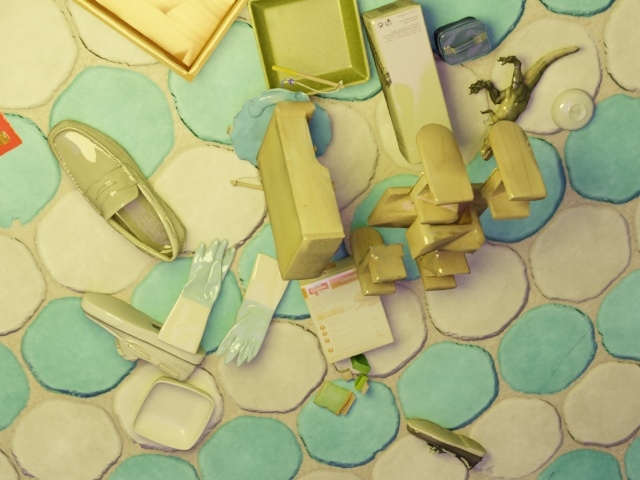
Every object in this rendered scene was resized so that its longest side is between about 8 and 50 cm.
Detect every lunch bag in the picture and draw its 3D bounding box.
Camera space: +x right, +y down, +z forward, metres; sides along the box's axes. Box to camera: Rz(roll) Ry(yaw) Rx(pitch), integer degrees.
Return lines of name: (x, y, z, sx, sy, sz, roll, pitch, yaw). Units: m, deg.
lunch bag: (0.253, -0.360, 1.537, 0.098, 0.065, 0.067, -23, 112, 1)

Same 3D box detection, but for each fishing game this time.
fishing game: (-0.075, -0.198, 1.548, 0.189, 0.041, 0.264, 9, 128, -16)

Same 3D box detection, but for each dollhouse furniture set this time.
dollhouse furniture set: (0.113, -0.089, 1.484, 0.394, 0.257, 0.362, -4, 154, -19)
dollhouse furniture set: (0.052, 0.309, 1.774, 0.076, 0.058, 0.152, 26, 106, -16)

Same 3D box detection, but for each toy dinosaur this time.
toy dinosaur: (0.356, -0.283, 1.588, 0.118, 0.064, 0.268, 32, 102, -25)

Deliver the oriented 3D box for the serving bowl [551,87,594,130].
serving bowl: (0.489, -0.249, 1.633, 0.083, 0.027, 0.083, -2, 111, -6)

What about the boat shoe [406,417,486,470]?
boat shoe: (0.267, 0.448, 1.850, 0.206, 0.075, 0.065, 25, 103, -21)

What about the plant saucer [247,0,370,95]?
plant saucer: (-0.020, -0.357, 1.511, 0.188, 0.045, 0.188, -13, 112, -2)

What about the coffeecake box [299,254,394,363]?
coffeecake box: (0.051, 0.135, 1.700, 0.142, 0.068, 0.186, -19, 113, 0)

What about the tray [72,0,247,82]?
tray: (-0.330, -0.469, 1.411, 0.411, 0.076, 0.203, 34, 103, -17)

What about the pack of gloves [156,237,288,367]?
pack of gloves: (-0.186, 0.120, 1.665, 0.195, 0.046, 0.232, 25, 84, -15)

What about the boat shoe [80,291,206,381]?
boat shoe: (-0.357, 0.193, 1.658, 0.267, 0.096, 0.088, 30, 100, -26)

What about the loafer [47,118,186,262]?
loafer: (-0.362, -0.087, 1.533, 0.112, 0.111, 0.319, -42, 111, 9)

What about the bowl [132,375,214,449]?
bowl: (-0.301, 0.347, 1.743, 0.142, 0.053, 0.142, 25, 106, -15)

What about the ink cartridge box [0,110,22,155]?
ink cartridge box: (-0.678, -0.184, 1.484, 0.232, 0.066, 0.189, -27, 112, 8)

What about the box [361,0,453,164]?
box: (0.160, -0.285, 1.530, 0.094, 0.113, 0.275, -18, 111, 0)
